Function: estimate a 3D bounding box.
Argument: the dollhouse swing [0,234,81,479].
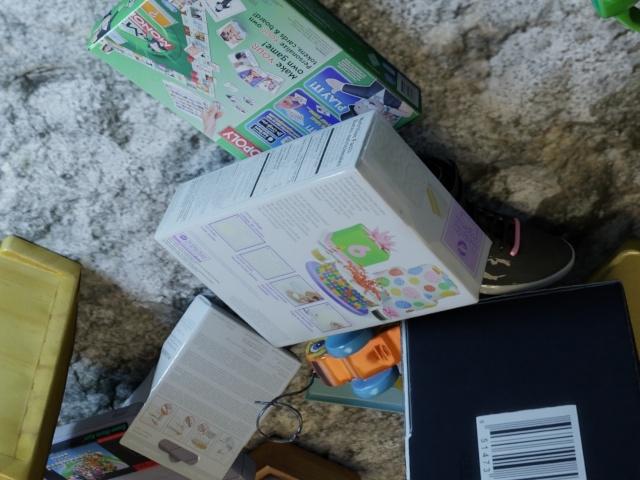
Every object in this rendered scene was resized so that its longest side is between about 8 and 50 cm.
[{"bbox_3d":[-0.506,0.187,1.505,0.304,0.347,0.315,10,139,-8],"label":"dollhouse swing"}]

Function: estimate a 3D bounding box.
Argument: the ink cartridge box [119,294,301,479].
[{"bbox_3d":[-0.164,0.222,1.638,0.189,0.066,0.232,35,92,-32],"label":"ink cartridge box"}]

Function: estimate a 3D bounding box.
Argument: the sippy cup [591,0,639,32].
[{"bbox_3d":[0.296,-0.338,0.942,0.224,0.240,0.305,-24,158,15],"label":"sippy cup"}]

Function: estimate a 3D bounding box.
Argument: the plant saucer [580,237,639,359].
[{"bbox_3d":[0.463,0.124,1.551,0.332,0.081,0.333,17,138,-15],"label":"plant saucer"}]

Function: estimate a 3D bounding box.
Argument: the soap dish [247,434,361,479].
[{"bbox_3d":[-0.080,0.465,1.967,0.229,0.118,0.291,28,134,-25],"label":"soap dish"}]

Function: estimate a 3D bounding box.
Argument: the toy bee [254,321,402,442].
[{"bbox_3d":[0.040,0.143,1.586,0.298,0.162,0.195,-11,110,-4],"label":"toy bee"}]

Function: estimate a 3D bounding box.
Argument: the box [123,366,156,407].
[{"bbox_3d":[-0.222,0.294,1.802,0.170,0.091,0.130,22,136,-20],"label":"box"}]

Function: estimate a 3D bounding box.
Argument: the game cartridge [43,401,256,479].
[{"bbox_3d":[-0.309,0.356,1.769,0.355,0.068,0.230,-20,137,27],"label":"game cartridge"}]

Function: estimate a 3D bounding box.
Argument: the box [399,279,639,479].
[{"bbox_3d":[0.300,0.388,1.433,0.297,0.480,0.472,-9,142,13],"label":"box"}]

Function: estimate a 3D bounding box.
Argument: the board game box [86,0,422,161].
[{"bbox_3d":[-0.070,-0.190,1.262,0.213,0.046,0.317,-30,129,34],"label":"board game box"}]

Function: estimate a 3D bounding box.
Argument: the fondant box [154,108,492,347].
[{"bbox_3d":[0.000,0.000,1.339,0.330,0.096,0.238,-16,131,41],"label":"fondant box"}]

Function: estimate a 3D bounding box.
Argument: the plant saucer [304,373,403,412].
[{"bbox_3d":[0.073,0.240,1.770,0.192,0.018,0.067,8,139,-5],"label":"plant saucer"}]

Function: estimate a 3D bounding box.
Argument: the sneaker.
[{"bbox_3d":[0.182,-0.022,1.388,0.295,0.105,0.147,10,144,0],"label":"sneaker"}]
